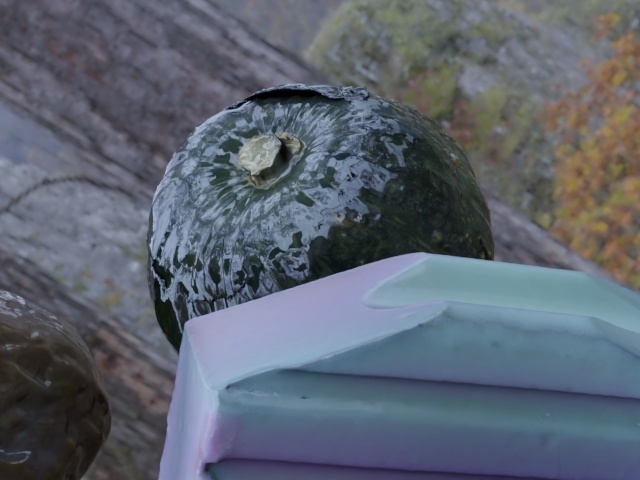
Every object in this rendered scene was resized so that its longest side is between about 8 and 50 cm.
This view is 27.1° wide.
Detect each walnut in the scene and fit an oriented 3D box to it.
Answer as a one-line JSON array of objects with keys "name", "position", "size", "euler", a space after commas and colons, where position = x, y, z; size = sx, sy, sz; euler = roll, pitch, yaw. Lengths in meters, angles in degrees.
[{"name": "walnut", "position": [-0.354, 0.177, 1.366], "size": [0.273, 0.273, 0.227], "euler": [-49, 27, 36]}]

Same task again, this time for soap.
[{"name": "soap", "position": [0.084, 0.110, 0.730], "size": [0.109, 0.324, 0.192], "euler": [-113, 32, -65]}]

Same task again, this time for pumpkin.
[{"name": "pumpkin", "position": [0.000, 0.000, 1.195], "size": [0.328, 0.257, 0.291], "euler": [-8, 50, 31]}]
